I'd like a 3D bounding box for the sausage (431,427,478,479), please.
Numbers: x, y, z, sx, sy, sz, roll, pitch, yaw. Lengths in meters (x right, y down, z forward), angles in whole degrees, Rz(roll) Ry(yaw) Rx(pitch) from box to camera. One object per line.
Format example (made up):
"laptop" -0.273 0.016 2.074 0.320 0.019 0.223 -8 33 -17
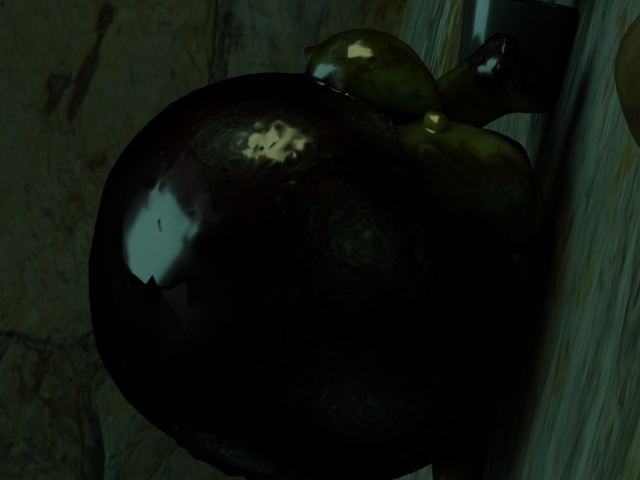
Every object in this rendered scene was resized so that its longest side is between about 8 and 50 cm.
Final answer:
"sausage" 0.094 0.146 1.336 0.083 0.034 0.034 -83 6 -52

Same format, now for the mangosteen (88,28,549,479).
"mangosteen" -0.005 0.013 1.277 0.330 0.330 0.330 -167 90 -87

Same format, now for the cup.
"cup" 0.142 -0.135 1.368 0.100 0.078 0.077 -8 -70 -56

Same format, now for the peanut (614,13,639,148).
"peanut" 0.153 -0.067 0.747 0.152 0.076 0.076 -65 -11 -74
